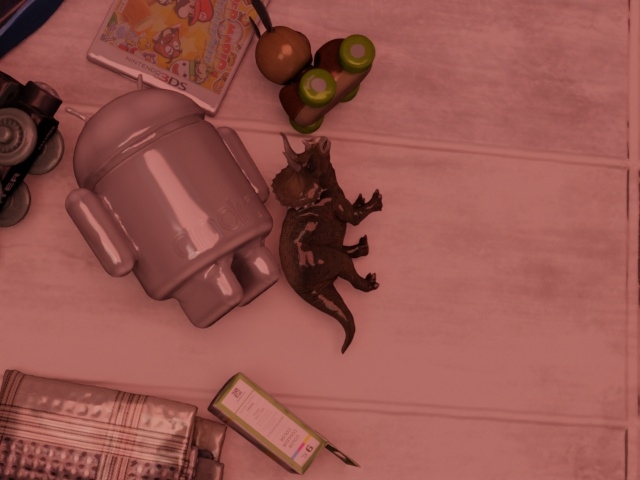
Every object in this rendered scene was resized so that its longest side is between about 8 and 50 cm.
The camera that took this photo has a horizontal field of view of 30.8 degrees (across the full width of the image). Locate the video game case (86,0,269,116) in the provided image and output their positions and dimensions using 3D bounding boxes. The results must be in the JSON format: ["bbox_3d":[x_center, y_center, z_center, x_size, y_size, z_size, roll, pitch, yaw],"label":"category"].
[{"bbox_3d":[-0.204,-0.324,1.725,0.206,0.026,0.227,24,76,-4],"label":"video game case"}]

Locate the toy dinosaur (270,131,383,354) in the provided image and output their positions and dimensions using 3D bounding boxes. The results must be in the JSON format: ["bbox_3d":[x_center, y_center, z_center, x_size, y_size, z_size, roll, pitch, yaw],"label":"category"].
[{"bbox_3d":[0.000,0.000,1.652,0.160,0.121,0.313,-1,102,-19],"label":"toy dinosaur"}]

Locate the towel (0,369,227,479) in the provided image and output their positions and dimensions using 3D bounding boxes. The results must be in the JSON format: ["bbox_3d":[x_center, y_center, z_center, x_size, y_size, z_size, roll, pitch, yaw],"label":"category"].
[{"bbox_3d":[-0.303,0.349,1.538,0.324,0.056,0.312,13,70,-2],"label":"towel"}]

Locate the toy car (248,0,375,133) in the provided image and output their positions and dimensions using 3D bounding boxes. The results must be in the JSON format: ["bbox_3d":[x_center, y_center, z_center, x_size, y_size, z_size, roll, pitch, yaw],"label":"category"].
[{"bbox_3d":[-0.033,-0.271,1.677,0.149,0.155,0.188,-43,87,-14],"label":"toy car"}]

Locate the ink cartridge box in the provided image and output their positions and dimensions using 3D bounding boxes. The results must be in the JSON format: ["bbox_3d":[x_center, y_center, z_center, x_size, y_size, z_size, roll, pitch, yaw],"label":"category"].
[{"bbox_3d":[-0.053,0.268,1.593,0.209,0.109,0.062,38,76,-1],"label":"ink cartridge box"}]

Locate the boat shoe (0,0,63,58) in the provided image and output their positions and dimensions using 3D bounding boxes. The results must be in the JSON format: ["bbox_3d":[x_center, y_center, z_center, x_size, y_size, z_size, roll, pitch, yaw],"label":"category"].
[{"bbox_3d":[-0.461,-0.323,1.644,0.089,0.109,0.258,45,74,5],"label":"boat shoe"}]

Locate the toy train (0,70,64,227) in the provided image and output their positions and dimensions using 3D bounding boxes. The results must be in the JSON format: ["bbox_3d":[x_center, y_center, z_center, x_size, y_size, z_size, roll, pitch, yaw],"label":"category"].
[{"bbox_3d":[-0.488,-0.092,1.563,0.190,0.142,0.334,35,93,10],"label":"toy train"}]

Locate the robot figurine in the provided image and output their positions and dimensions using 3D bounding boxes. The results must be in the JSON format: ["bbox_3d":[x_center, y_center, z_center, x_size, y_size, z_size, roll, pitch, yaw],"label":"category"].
[{"bbox_3d":[-0.201,-0.060,1.585,0.300,0.200,0.353,-30,85,-44],"label":"robot figurine"}]
